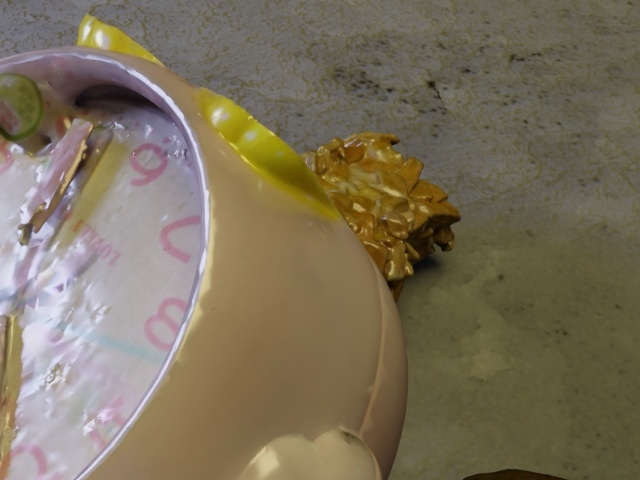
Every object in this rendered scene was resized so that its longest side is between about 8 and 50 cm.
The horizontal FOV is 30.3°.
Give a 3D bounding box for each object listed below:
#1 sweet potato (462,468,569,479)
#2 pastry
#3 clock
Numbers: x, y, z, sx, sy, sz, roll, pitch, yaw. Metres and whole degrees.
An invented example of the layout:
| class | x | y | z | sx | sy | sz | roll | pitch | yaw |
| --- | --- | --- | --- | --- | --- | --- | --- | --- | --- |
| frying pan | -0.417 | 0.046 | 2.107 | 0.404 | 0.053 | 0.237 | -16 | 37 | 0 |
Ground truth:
| class | x | y | z | sx | sy | sz | roll | pitch | yaw |
| --- | --- | --- | --- | --- | --- | --- | --- | --- | --- |
| sweet potato | 0.214 | 0.219 | 0.763 | 0.273 | 0.075 | 0.075 | 32 | 48 | 23 |
| pastry | 0.000 | 0.000 | 0.892 | 0.154 | 0.102 | 0.250 | 33 | 36 | 16 |
| clock | -0.144 | 0.108 | 0.637 | 0.368 | 0.250 | 0.376 | 35 | 82 | 36 |
